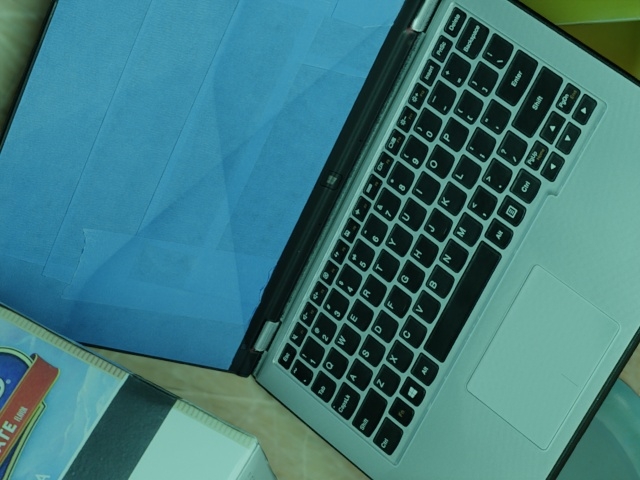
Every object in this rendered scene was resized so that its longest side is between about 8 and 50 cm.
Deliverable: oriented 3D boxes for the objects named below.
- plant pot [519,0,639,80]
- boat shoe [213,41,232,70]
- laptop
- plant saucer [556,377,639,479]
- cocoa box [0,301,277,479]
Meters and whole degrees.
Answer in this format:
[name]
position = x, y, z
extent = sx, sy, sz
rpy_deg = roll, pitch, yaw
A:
[plant pot]
position = 0.296, -0.217, 1.293
extent = 0.212, 0.212, 0.187
rpy_deg = 26, 74, -43
[boat shoe]
position = -0.115, -0.235, 1.174
extent = 0.095, 0.095, 0.258
rpy_deg = -6, 99, -10
[laptop]
position = 0.000, 0.000, 1.137
extent = 0.236, 0.408, 0.382
rpy_deg = -14, 137, -54
[plant saucer]
position = 0.257, 0.268, 1.400
extent = 0.317, 0.043, 0.318
rpy_deg = 34, 45, -44
[cocoa box]
position = -0.207, 0.254, 1.080
extent = 0.228, 0.231, 0.347
rpy_deg = 26, 72, 14
